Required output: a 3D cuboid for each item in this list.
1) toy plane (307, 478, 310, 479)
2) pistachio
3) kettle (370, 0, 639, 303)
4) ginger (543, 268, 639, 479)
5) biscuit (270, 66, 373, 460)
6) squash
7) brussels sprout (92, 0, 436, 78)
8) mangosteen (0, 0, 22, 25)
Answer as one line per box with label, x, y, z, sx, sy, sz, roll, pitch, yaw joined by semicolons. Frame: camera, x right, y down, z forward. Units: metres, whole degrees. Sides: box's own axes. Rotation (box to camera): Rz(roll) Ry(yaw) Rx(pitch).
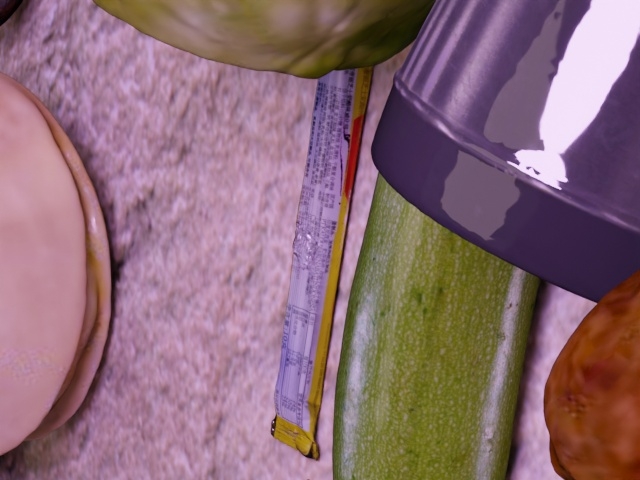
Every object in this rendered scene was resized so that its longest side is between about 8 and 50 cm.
toy plane;0.018;0.223;1.209;0.188;0.062;0.135;8;95;59
pistachio;-0.285;0.014;1.578;0.238;0.229;0.321;-4;94;26
kettle;0.171;-0.121;0.880;0.207;0.251;0.271;27;106;14
ginger;0.269;-0.032;0.688;0.418;0.254;0.176;-64;-5;20
biscuit;0.000;0.000;1.283;0.048;0.026;0.292;26;112;52
squash;0.069;0.034;1.091;0.107;0.107;0.395;31;116;55
brussels sprout;-0.045;-0.244;1.060;0.268;0.344;0.344;-11;77;17
mangosteen;-0.333;-0.294;1.659;0.289;0.231;0.231;-48;50;41
